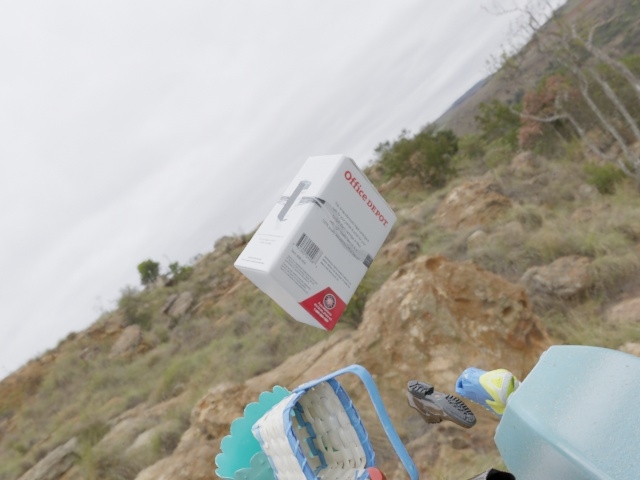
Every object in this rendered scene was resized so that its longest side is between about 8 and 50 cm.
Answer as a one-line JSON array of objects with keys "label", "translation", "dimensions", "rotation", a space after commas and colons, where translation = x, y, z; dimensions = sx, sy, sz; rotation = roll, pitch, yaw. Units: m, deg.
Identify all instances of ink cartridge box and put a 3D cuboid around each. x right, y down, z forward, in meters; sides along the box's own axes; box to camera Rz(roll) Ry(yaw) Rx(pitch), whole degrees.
[{"label": "ink cartridge box", "translation": [0.000, 0.000, 1.085], "dimensions": [0.114, 0.197, 0.273], "rotation": [8, 59, 50]}]

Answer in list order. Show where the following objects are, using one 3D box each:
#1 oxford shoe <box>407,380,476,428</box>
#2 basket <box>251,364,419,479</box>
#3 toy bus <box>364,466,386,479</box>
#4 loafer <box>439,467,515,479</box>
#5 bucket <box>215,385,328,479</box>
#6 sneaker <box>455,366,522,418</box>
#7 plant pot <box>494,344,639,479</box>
[{"label": "oxford shoe", "translation": [0.348, 0.494, 1.656], "dimensions": [0.083, 0.096, 0.227], "rotation": [-5, 17, -42]}, {"label": "basket", "translation": [0.025, 0.384, 1.124], "dimensions": [0.289, 0.254, 0.201], "rotation": [-23, 2, 40]}, {"label": "toy bus", "translation": [0.080, 0.447, 0.853], "dimensions": [0.104, 0.202, 0.191], "rotation": [-32, -7, 1]}, {"label": "loafer", "translation": [0.232, 0.339, 0.759], "dimensions": [0.080, 0.078, 0.220], "rotation": [-3, -9, -37]}, {"label": "bucket", "translation": [-0.121, 0.551, 1.514], "dimensions": [0.281, 0.183, 0.281], "rotation": [-41, 16, 14]}, {"label": "sneaker", "translation": [0.373, 0.329, 1.254], "dimensions": [0.126, 0.240, 0.091], "rotation": [10, 62, 32]}, {"label": "plant pot", "translation": [0.430, 0.316, 0.910], "dimensions": [0.248, 0.252, 0.247], "rotation": [-38, -36, -28]}]
